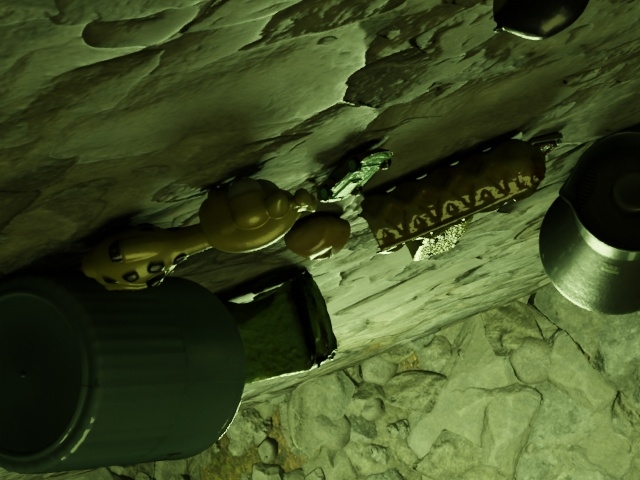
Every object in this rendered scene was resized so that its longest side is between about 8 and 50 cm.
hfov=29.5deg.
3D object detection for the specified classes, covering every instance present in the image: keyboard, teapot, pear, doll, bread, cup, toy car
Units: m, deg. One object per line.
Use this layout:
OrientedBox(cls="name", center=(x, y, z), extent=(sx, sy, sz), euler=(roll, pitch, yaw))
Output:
OrientedBox(cls="keyboard", center=(0.303, -0.118, 1.808), extent=(0.055, 0.017, 0.166), euler=(-15, 167, -22))
OrientedBox(cls="teapot", center=(0.519, -0.024, 2.001), extent=(0.300, 0.253, 0.344), euler=(4, 165, 8))
OrientedBox(cls="pear", center=(-0.113, 0.164, 2.081), extent=(0.256, 0.163, 0.238), euler=(-17, 179, 12))
OrientedBox(cls="doll", center=(-0.145, -0.008, 1.424), extent=(0.291, 0.086, 0.117), euler=(-20, 172, 11))
OrientedBox(cls="bread", center=(0.195, -0.022, 1.984), extent=(0.088, 0.049, 0.226), euler=(-18, 167, -7))
OrientedBox(cls="doll", center=(0.205, -0.238, 0.994), extent=(0.179, 0.089, 0.102), euler=(-47, 161, 12))
OrientedBox(cls="bread", center=(0.187, -0.065, 1.697), extent=(0.270, 0.098, 0.087), euler=(-22, -150, 12))
OrientedBox(cls="cup", center=(-0.312, 0.150, 1.595), extent=(0.256, 0.331, 0.311), euler=(-58, 155, 12))
OrientedBox(cls="bread", center=(0.000, 0.000, 1.755), extent=(0.082, 0.056, 0.115), euler=(-23, 167, 17))
OrientedBox(cls="toy car", center=(0.041, -0.084, 1.504), extent=(0.059, 0.035, 0.122), euler=(-10, 156, -39))
